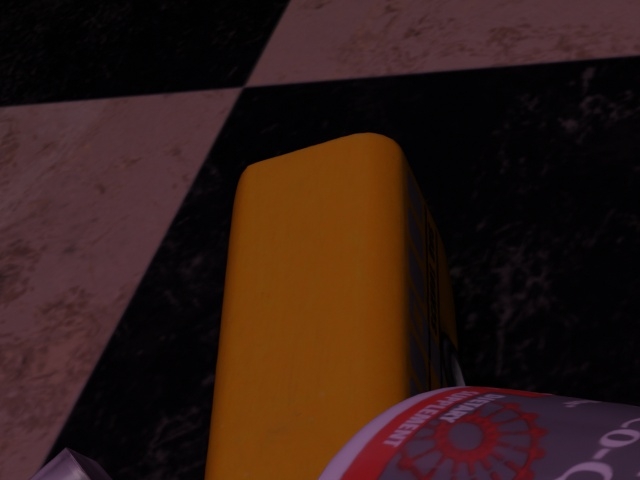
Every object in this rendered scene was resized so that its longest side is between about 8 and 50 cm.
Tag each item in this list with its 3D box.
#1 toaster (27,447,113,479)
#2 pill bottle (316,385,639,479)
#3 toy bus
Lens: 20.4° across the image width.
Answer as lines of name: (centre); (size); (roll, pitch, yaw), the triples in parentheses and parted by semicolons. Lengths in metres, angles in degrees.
toaster: (-0.138, 0.192, 0.847); (0.168, 0.185, 0.110); (-39, 81, -6)
pill bottle: (0.169, 0.171, 0.638); (0.363, 0.210, 0.210); (3, 44, 45)
toy bus: (0.012, 0.099, 0.917); (0.108, 0.130, 0.332); (-14, 38, 14)
